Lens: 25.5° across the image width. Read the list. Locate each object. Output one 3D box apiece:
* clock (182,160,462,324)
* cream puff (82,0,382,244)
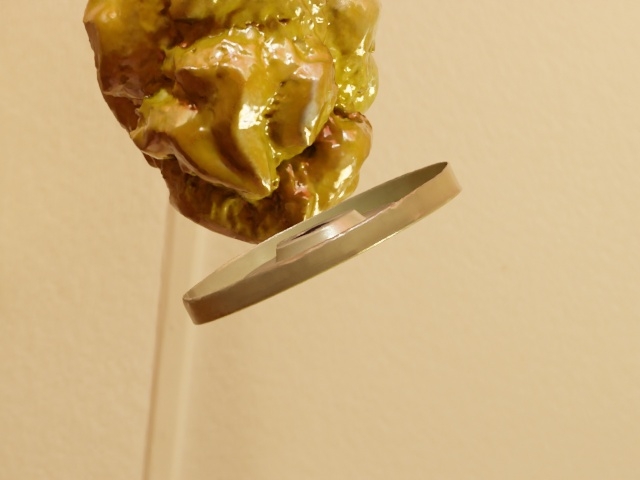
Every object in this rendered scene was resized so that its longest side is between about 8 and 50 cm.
[{"bbox_3d":[0.000,0.000,1.093,0.235,0.235,0.029,-26,-86,10],"label":"clock"},{"bbox_3d":[-0.085,-0.144,1.383,0.291,0.257,0.324,0,-38,1],"label":"cream puff"}]
